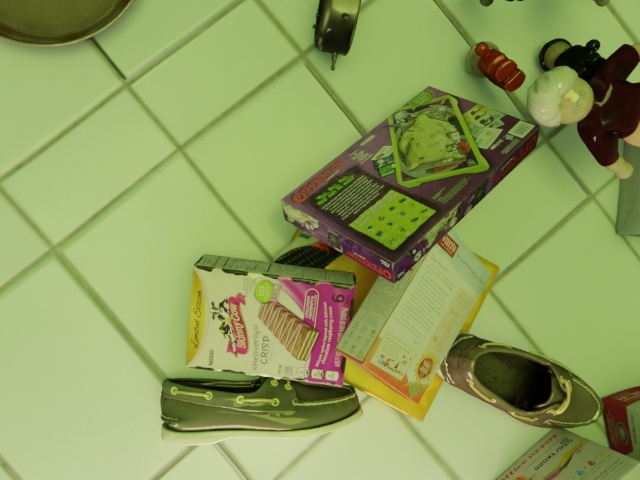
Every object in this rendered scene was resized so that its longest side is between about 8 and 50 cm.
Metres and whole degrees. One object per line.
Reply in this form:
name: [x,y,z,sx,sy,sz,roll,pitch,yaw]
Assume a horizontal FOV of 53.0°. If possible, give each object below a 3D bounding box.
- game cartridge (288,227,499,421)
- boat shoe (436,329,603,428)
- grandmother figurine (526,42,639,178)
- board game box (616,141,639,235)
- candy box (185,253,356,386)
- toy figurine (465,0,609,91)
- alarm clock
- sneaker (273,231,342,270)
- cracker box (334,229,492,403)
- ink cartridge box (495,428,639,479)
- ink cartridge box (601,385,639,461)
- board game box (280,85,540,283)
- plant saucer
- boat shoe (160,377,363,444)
game cartridge: [0.086,0.090,1.035,0.324,0.053,0.285,30,83,-4]
boat shoe: [0.331,0.232,1.015,0.324,0.097,0.116,25,85,-20]
grandmother figurine: [0.469,-0.200,0.969,0.342,0.104,0.208,5,92,-14]
board game box: [0.684,-0.101,1.110,0.303,0.097,0.224,7,87,-9]
candy box: [-0.072,0.116,0.942,0.233,0.071,0.159,7,103,1]
toy figurine: [0.344,-0.345,1.014,0.213,0.148,0.209,-6,118,-6]
alarm clock: [0.027,-0.374,1.010,0.064,0.129,0.192,11,57,-6]
sneaker: [0.000,0.000,0.979,0.161,0.075,0.057,-32,113,18]
cracker box: [0.141,0.101,0.939,0.156,0.067,0.232,42,77,-39]
ink cartridge box: [0.403,0.420,0.973,0.171,0.233,0.168,-37,91,-8]
ink cartridge box: [0.586,0.358,0.967,0.131,0.306,0.226,-10,89,-9]
board game box: [0.136,-0.099,0.937,0.208,0.056,0.347,34,59,30]
plant saucer: [-0.419,-0.440,0.976,0.311,0.050,0.310,0,87,-8]
boat shoe: [-0.088,0.242,0.967,0.305,0.109,0.091,-4,92,-5]
